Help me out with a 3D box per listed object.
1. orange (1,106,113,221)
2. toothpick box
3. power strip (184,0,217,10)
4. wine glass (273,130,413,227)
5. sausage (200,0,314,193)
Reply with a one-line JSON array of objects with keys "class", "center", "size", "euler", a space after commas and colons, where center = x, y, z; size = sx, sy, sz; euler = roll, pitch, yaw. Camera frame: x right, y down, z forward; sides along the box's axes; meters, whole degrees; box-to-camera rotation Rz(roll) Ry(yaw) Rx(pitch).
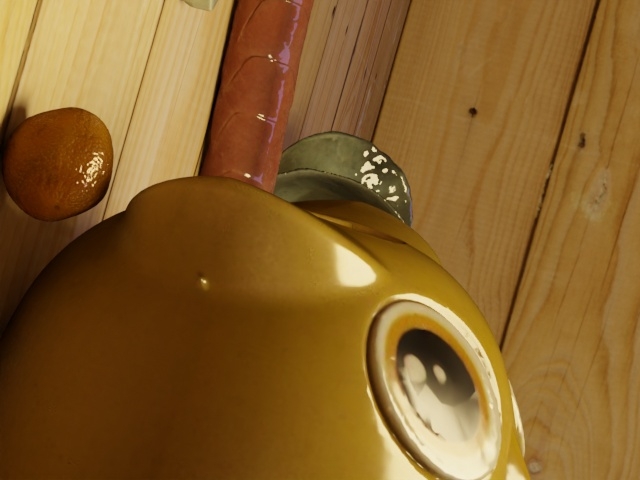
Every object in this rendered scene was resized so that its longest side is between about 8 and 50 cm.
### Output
[{"class": "orange", "center": [-0.173, -0.052, 1.236], "size": [0.085, 0.085, 0.085], "euler": [16, 90, -84]}, {"class": "toothpick box", "center": [-0.053, 0.173, 1.344], "size": [0.409, 0.409, 0.425], "euler": [-5, 106, -84]}, {"class": "power strip", "center": [-0.090, -0.285, 1.592], "size": [0.192, 0.035, 0.081], "euler": [98, 10, -50]}, {"class": "wine glass", "center": [0.000, 0.000, 2.234], "size": [0.406, 0.267, 0.267], "euler": [-73, 177, -74]}, {"class": "sausage", "center": [-0.061, -0.176, 1.918], "size": [0.088, 0.088, 0.433], "euler": [-59, 162, -68]}]
